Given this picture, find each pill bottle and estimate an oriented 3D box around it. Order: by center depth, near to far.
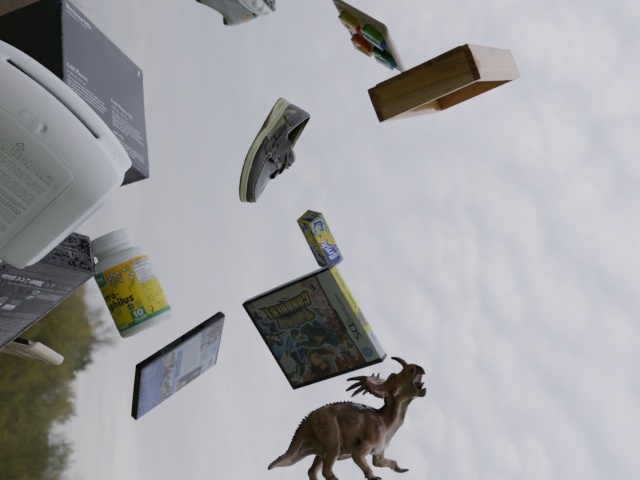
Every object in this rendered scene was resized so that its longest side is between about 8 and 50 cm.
[{"bbox_3d":[-0.396,0.085,1.556,0.117,0.117,0.209,-22,-88,63],"label":"pill bottle"}]

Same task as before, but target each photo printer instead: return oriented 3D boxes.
[{"bbox_3d":[-0.420,-0.115,1.041,0.307,0.256,0.107,-31,-157,40],"label":"photo printer"}]

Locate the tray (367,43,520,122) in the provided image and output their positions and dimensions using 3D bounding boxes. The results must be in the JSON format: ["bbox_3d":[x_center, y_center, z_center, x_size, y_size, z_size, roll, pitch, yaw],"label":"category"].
[{"bbox_3d":[0.262,-0.319,1.525,0.202,0.411,0.076,-20,-88,26],"label":"tray"}]

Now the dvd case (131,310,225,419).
[{"bbox_3d":[-0.320,0.280,1.713,0.022,0.253,0.180,35,-47,23],"label":"dvd case"}]

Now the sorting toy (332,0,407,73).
[{"bbox_3d":[0.111,-0.476,1.776,0.038,0.193,0.208,-46,-120,0],"label":"sorting toy"}]

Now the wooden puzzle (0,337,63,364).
[{"bbox_3d":[-0.842,0.282,2.050,0.221,0.238,0.044,88,11,-70],"label":"wooden puzzle"}]

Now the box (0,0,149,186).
[{"bbox_3d":[-0.562,-0.321,1.741,0.343,0.178,0.313,45,34,-63],"label":"box"}]

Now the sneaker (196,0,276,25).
[{"bbox_3d":[-0.178,-0.420,1.141,0.108,0.271,0.100,-23,-128,22],"label":"sneaker"}]

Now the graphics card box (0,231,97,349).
[{"bbox_3d":[-0.620,0.095,1.389,0.370,0.232,0.094,-34,-121,26],"label":"graphics card box"}]

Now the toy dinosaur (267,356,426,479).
[{"bbox_3d":[0.048,0.326,1.339,0.127,0.295,0.201,82,-3,-75],"label":"toy dinosaur"}]

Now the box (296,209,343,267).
[{"bbox_3d":[0.000,0.000,2.063,0.059,0.054,0.169,17,-38,47],"label":"box"}]

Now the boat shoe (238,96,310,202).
[{"bbox_3d":[-0.077,-0.156,1.317,0.080,0.073,0.224,95,13,-57],"label":"boat shoe"}]

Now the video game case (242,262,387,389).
[{"bbox_3d":[-0.018,0.206,1.747,0.274,0.035,0.248,-24,-79,33],"label":"video game case"}]
